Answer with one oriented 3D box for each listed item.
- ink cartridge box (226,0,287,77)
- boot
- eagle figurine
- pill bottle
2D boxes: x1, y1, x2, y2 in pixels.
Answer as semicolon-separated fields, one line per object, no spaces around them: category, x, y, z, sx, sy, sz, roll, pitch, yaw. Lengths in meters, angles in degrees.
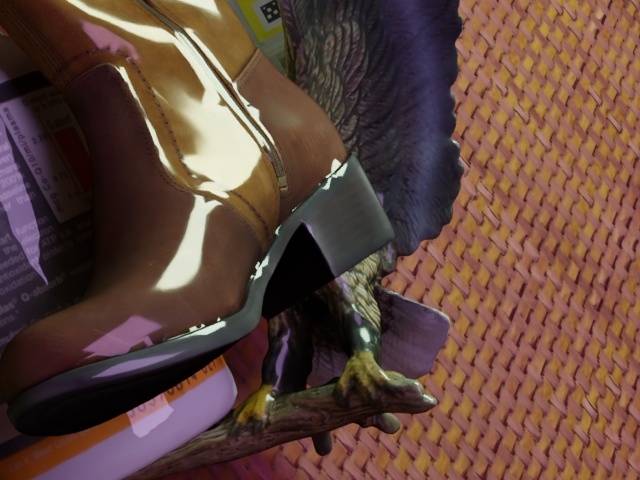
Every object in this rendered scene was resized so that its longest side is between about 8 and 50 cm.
ink cartridge box;-0.017;-0.184;1.271;0.307;0.072;0.303;63;12;-8
boot;-0.110;-0.073;0.864;0.264;0.096;0.280;-33;90;-44
eagle figurine;-0.024;-0.032;1.083;0.226;0.225;0.298;-6;75;-28
pill bottle;-0.171;-0.002;0.954;0.162;0.162;0.278;-28;91;-55
